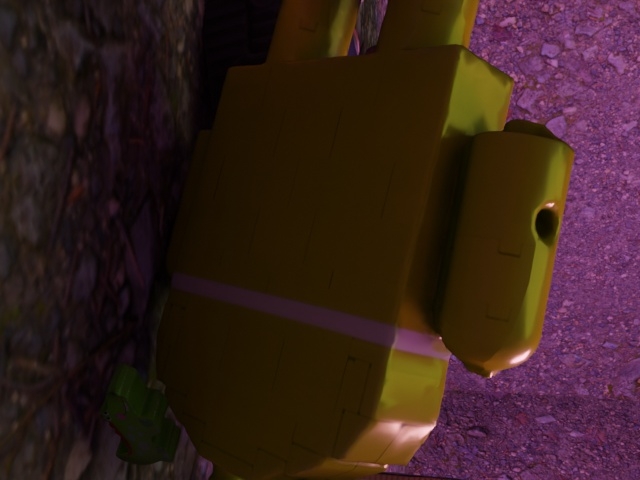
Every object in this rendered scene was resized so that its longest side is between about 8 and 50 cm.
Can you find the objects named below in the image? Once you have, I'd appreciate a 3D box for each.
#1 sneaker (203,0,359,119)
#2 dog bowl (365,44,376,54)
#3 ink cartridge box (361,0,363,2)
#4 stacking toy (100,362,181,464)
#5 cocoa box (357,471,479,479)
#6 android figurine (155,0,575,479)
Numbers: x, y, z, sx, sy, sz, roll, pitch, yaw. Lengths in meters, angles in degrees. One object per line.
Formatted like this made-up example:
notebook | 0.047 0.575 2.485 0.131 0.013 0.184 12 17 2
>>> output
sneaker | -0.011 -0.026 0.563 0.131 0.112 0.319 20 72 -66
dog bowl | 0.147 -0.128 1.278 0.408 0.150 0.408 -1 90 -82
ink cartridge box | 0.014 -0.297 0.896 0.122 0.052 0.088 -65 154 -70
stacking toy | -0.092 0.190 0.377 0.167 0.052 0.221 -80 166 -47
cocoa box | 0.058 0.341 0.479 0.231 0.228 0.347 86 10 -47
android figurine | 0.000 0.000 0.405 0.056 0.248 0.273 16 83 -42
